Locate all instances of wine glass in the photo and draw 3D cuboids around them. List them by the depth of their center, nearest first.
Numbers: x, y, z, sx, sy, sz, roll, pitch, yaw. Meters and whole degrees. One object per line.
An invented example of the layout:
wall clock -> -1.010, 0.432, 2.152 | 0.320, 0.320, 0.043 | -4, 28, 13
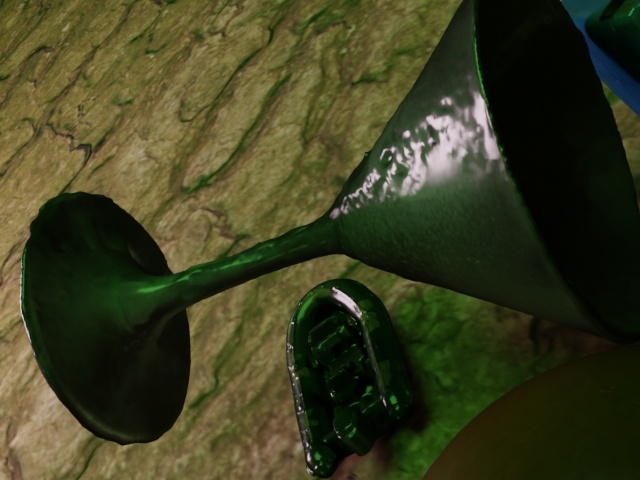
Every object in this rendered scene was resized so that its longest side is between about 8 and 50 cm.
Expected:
wine glass -> 0.000, 0.000, 1.024 | 0.406, 0.267, 0.267 | -20, 37, 25

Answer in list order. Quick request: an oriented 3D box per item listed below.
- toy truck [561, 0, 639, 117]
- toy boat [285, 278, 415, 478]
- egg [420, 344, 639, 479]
toy truck -> 0.348, -0.261, 1.072 | 0.385, 0.161, 0.162 | -51, 20, -7
toy boat -> 0.018, 0.103, 1.146 | 0.104, 0.052, 0.210 | -40, 30, 16
egg -> 0.177, 0.197, 0.568 | 0.282, 0.282, 0.351 | -43, 59, 6
